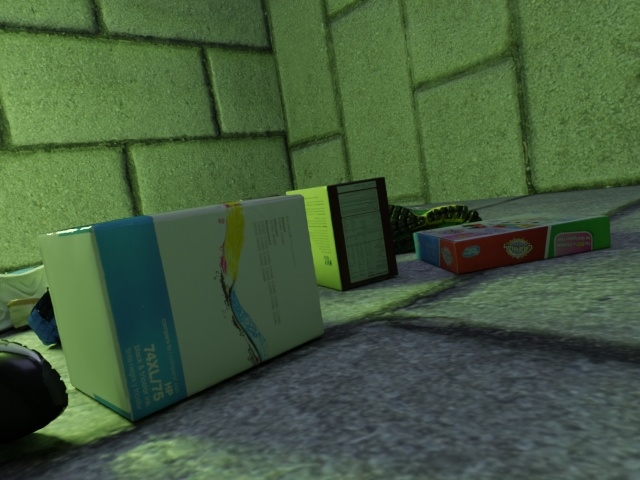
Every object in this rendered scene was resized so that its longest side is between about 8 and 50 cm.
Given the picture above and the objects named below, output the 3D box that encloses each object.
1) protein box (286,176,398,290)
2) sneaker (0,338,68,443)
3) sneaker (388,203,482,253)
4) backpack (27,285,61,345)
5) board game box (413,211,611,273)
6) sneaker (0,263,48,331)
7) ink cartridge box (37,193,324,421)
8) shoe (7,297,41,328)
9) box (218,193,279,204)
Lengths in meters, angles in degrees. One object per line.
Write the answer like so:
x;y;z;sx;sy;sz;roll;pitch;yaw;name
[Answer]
0.040;-0.018;0.986;0.136;0.201;0.200;-12;7;-26;protein box
-0.370;0.174;0.417;0.283;0.107;0.124;-11;20;12;sneaker
0.247;-0.029;1.265;0.344;0.134;0.146;2;1;11;sneaker
-0.434;0.129;0.806;0.120;0.101;0.098;-41;-11;22;backpack
0.390;-0.003;1.006;0.317;0.064;0.242;-9;6;-6;board game box
-0.742;0.142;1.073;0.236;0.130;0.323;-16;5;37;sneaker
-0.166;0.059;0.597;0.270;0.197;0.198;-15;8;-43;ink cartridge box
-0.558;0.146;1.036;0.219;0.058;0.076;-6;-15;-39;shoe
-0.246;-0.054;1.707;0.167;0.203;0.168;-15;8;-41;box
